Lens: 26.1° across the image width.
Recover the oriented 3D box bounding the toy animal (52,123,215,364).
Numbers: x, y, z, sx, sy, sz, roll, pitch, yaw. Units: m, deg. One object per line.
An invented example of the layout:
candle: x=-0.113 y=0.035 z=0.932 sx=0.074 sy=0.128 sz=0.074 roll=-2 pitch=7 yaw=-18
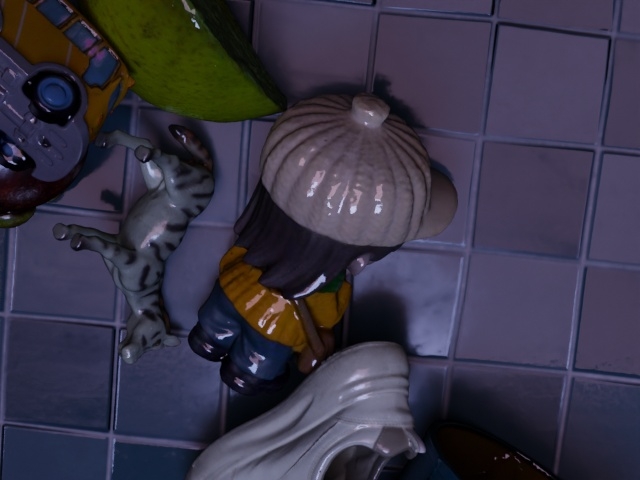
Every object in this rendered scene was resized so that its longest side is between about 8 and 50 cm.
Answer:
toy animal: x=-0.200 y=0.000 z=1.445 sx=0.090 sy=0.170 sz=0.255 roll=33 pitch=110 yaw=38

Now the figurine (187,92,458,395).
figurine: x=-0.018 y=0.004 z=1.401 sx=0.185 sy=0.204 sz=0.332 roll=42 pitch=98 yaw=23

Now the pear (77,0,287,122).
pear: x=-0.156 y=-0.213 z=1.346 sx=0.139 sy=0.239 sz=0.288 roll=-33 pitch=100 yaw=0

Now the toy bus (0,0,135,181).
toy bus: x=-0.280 y=-0.169 z=1.299 sx=0.209 sy=0.136 sz=0.126 roll=43 pitch=142 yaw=-6

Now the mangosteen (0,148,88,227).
mangosteen: x=-0.333 y=-0.092 z=1.428 sx=0.200 sy=0.200 sz=0.200 roll=1 pitch=101 yaw=3

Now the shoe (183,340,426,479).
shoe: x=-0.008 y=0.246 z=1.440 sx=0.316 sy=0.124 sz=0.159 roll=-44 pitch=55 yaw=26

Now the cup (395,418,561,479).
cup: x=0.152 y=0.380 z=1.478 sx=0.242 sy=0.308 sz=0.292 roll=40 pitch=103 yaw=28
